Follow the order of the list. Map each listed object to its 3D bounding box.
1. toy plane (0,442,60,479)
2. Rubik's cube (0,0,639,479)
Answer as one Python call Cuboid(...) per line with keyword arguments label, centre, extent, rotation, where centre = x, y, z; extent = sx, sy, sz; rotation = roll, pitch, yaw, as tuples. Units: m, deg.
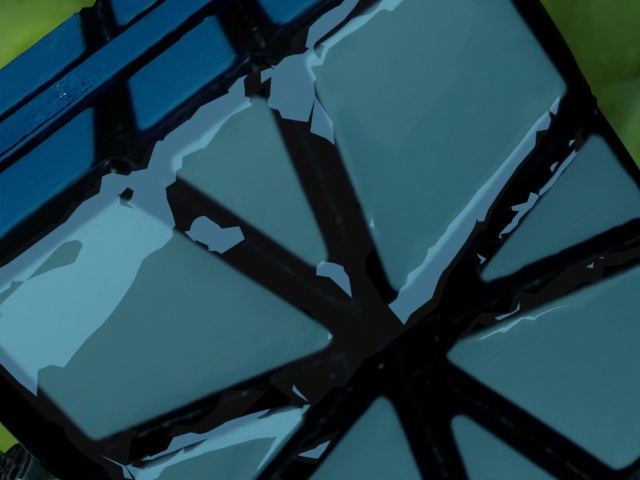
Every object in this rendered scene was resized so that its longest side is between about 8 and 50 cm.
Cuboid(label="toy plane", centre=(-0.182, 0.163, 0.934), extent=(0.242, 0.104, 0.256), rotation=(31, 107, -35))
Cuboid(label="Rubik's cube", centre=(0.000, 0.000, 0.726), extent=(0.288, 0.283, 0.293), rotation=(-38, 112, 5))
